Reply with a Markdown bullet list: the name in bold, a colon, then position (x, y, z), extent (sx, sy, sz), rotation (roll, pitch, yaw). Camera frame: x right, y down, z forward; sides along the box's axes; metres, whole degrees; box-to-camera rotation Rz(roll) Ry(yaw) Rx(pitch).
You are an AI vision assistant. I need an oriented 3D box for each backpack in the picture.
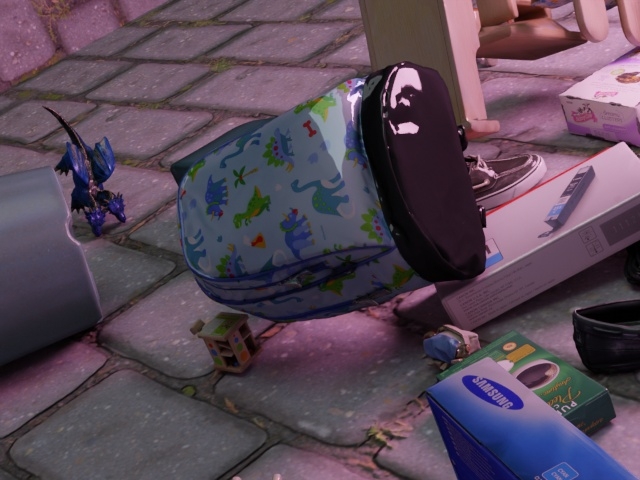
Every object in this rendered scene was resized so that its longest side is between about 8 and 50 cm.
- **backpack**: position (-0.007, -0.037, 1.521), extent (0.273, 0.290, 0.355), rotation (8, -25, -41)

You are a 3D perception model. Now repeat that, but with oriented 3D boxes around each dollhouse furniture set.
- **dollhouse furniture set**: position (0.267, -0.275, 1.871), extent (0.362, 0.257, 0.394), rotation (-14, -5, 44)

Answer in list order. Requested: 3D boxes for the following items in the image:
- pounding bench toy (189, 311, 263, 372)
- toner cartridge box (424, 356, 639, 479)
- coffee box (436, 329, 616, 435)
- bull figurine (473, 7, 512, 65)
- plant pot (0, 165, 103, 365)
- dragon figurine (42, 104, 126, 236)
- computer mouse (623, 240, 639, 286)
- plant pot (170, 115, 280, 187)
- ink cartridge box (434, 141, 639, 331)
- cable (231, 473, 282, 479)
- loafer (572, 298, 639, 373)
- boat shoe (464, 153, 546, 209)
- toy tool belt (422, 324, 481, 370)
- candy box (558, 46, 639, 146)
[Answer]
- **pounding bench toy**: position (-0.128, 0.136, 1.592), extent (0.083, 0.065, 0.052), rotation (2, 35, 41)
- **toner cartridge box**: position (0.213, 0.242, 0.994), extent (0.075, 0.165, 0.348), rotation (-26, 26, -12)
- **coffee box**: position (0.216, 0.166, 1.288), extent (0.113, 0.040, 0.184), rotation (-29, 26, -15)
- **bull figurine**: position (0.247, -0.389, 2.300), extent (0.310, 0.101, 0.188), rotation (-17, 27, 10)
- **plant pot**: position (-0.519, 0.056, 1.796), extent (0.334, 0.341, 0.341), rotation (-18, 24, -13)
- **dragon figurine**: position (-0.430, -0.139, 2.225), extent (0.085, 0.289, 0.144), rotation (-11, -11, -27)
- **computer mouse**: position (0.486, -0.031, 1.452), extent (0.262, 0.060, 0.184), rotation (-26, 27, 18)
- **plant pot**: position (-0.136, -0.094, 1.960), extent (0.165, 0.166, 0.234), rotation (-33, 19, -23)
- **ink cartridge box**: position (0.272, -0.029, 1.551), extent (0.296, 0.066, 0.261), rotation (-29, 24, 8)
- **cable**: position (-0.083, 0.339, 1.145), extent (0.139, 0.072, 0.287), rotation (-25, 25, 5)
- **loafer**: position (0.378, 0.085, 1.276), extent (0.223, 0.078, 0.076), rotation (-12, 27, 19)
- **boat shoe**: position (0.223, -0.085, 1.748), extent (0.219, 0.070, 0.078), rotation (-24, 25, -5)
- **toy tool belt**: position (0.144, 0.127, 1.412), extent (0.083, 0.052, 0.051), rotation (5, 27, 45)
- **candy box**: position (0.489, -0.223, 1.813), extent (0.196, 0.070, 0.165), rotation (-31, 27, -21)
